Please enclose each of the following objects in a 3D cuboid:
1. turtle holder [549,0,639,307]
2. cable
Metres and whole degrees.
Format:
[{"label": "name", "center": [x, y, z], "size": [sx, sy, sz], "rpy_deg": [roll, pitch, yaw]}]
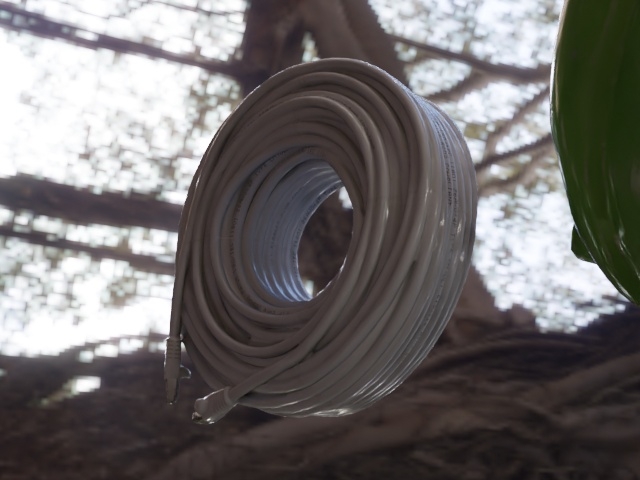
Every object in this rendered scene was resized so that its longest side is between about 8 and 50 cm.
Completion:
[{"label": "turtle holder", "center": [0.229, -0.064, 0.424], "size": [0.227, 0.320, 0.243], "rpy_deg": [39, -44, 44]}, {"label": "cable", "center": [0.000, 0.000, 1.098], "size": [0.257, 0.089, 0.257], "rpy_deg": [-17, -116, 41]}]
